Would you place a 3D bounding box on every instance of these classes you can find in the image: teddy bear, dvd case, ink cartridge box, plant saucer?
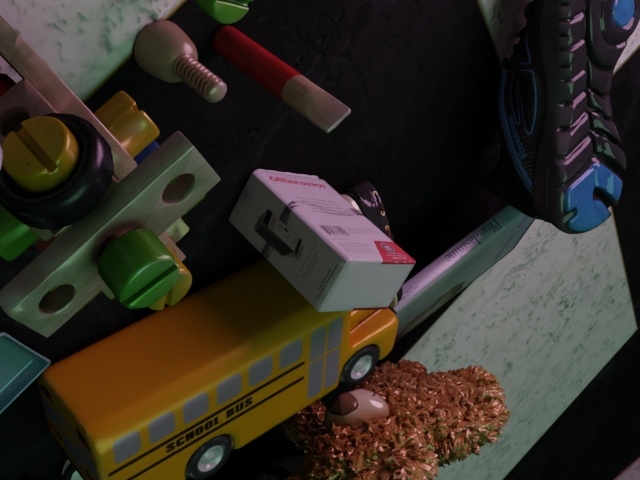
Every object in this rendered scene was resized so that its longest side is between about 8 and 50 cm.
[{"bbox_3d":[0.082,0.186,1.048,0.338,0.245,0.113,-10,108,-48],"label":"teddy bear"},{"bbox_3d":[0.155,0.037,1.107,0.253,0.022,0.180,-36,164,-20],"label":"dvd case"},{"bbox_3d":[0.000,0.000,0.846,0.099,0.135,0.056,3,123,-50],"label":"ink cartridge box"},{"bbox_3d":[-0.300,0.148,0.750,0.192,0.018,0.067,-47,146,-7],"label":"plant saucer"}]

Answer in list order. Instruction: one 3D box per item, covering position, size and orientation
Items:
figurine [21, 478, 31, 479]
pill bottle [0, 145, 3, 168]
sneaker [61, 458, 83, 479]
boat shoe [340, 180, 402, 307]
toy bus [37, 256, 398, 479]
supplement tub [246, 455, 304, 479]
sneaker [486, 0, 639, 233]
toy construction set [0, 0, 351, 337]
[{"bbox_3d":[-0.213,0.344,0.876,0.209,0.215,0.092,-69,170,19],"label":"figurine"},{"bbox_3d":[-0.262,-0.100,0.339,0.169,0.169,0.301,-43,124,-10],"label":"pill bottle"},{"bbox_3d":[-0.190,0.201,0.903,0.109,0.044,0.040,-31,144,-24],"label":"sneaker"},{"bbox_3d":[0.056,0.005,0.956,0.042,0.049,0.133,-34,112,-29],"label":"boat shoe"},{"bbox_3d":[-0.079,0.110,0.886,0.332,0.108,0.130,-27,138,-30],"label":"toy bus"},{"bbox_3d":[-0.052,0.383,1.069,0.316,0.228,0.228,-28,141,-30],"label":"supplement tub"},{"bbox_3d":[0.228,-0.182,0.959,0.125,0.139,0.341,-7,109,-34],"label":"sneaker"},{"bbox_3d":[-0.108,-0.042,0.588,0.309,0.237,0.257,-30,141,-28],"label":"toy construction set"}]
